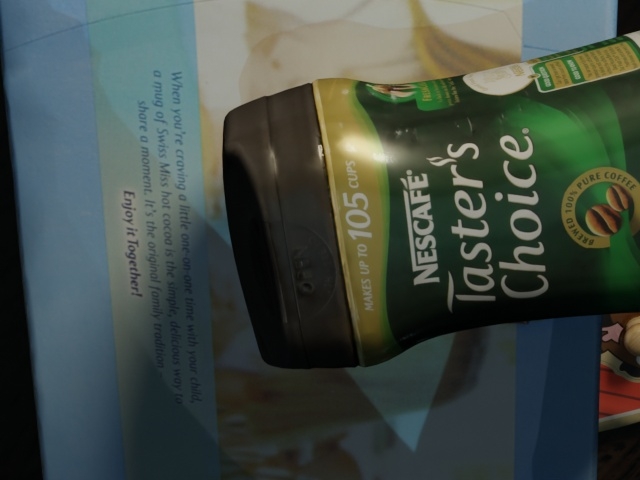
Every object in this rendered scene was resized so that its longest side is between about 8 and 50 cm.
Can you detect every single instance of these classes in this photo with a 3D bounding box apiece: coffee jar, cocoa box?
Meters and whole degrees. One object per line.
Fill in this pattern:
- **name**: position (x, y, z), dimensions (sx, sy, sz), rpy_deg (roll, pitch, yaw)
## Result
- **coffee jar**: position (0.061, -0.015, 0.529), dimensions (0.184, 0.079, 0.096), rpy_deg (-10, 110, 1)
- **cocoa box**: position (0.000, 0.000, 0.700), dimensions (0.232, 0.228, 0.347), rpy_deg (-1, 111, 2)

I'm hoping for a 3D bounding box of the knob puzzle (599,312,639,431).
- **knob puzzle**: position (0.151, 0.034, 0.849), dimensions (0.213, 0.030, 0.213), rpy_deg (0, 118, 1)
